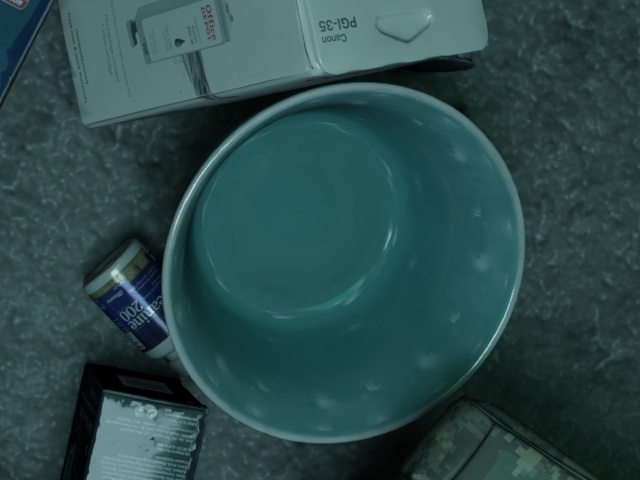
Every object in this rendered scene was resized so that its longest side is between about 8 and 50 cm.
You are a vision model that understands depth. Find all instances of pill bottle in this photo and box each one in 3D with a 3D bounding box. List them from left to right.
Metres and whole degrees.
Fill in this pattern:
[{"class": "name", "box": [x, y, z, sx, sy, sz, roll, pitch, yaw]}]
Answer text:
[{"class": "pill bottle", "box": [-0.146, 0.061, 1.312, 0.067, 0.067, 0.120, -44, 102, -8]}]

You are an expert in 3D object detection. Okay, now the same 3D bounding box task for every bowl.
[{"class": "bowl", "box": [0.000, 0.000, 1.278, 0.312, 0.163, 0.311, -6, 110, -17]}]

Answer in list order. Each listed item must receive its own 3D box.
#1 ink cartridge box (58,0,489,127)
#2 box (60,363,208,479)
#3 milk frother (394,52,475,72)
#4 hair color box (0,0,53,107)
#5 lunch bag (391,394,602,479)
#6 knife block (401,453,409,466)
[{"class": "ink cartridge box", "box": [-0.039, -0.176, 1.184, 0.207, 0.283, 0.117, -15, 96, -44]}, {"class": "box", "box": [-0.167, 0.198, 1.268, 0.093, 0.156, 0.158, 12, 90, -14]}, {"class": "milk frother", "box": [0.123, -0.218, 1.336, 0.143, 0.129, 0.134, 2, 89, -8]}, {"class": "hair color box", "box": [-0.329, -0.086, 1.201, 0.105, 0.174, 0.347, 27, 87, -15]}, {"class": "lunch bag", "box": [0.146, 0.302, 1.189, 0.305, 0.212, 0.256, 37, 81, 5]}, {"class": "knife block", "box": [0.148, 0.337, 1.408, 0.088, 0.242, 0.275, -34, 145, -9]}]
